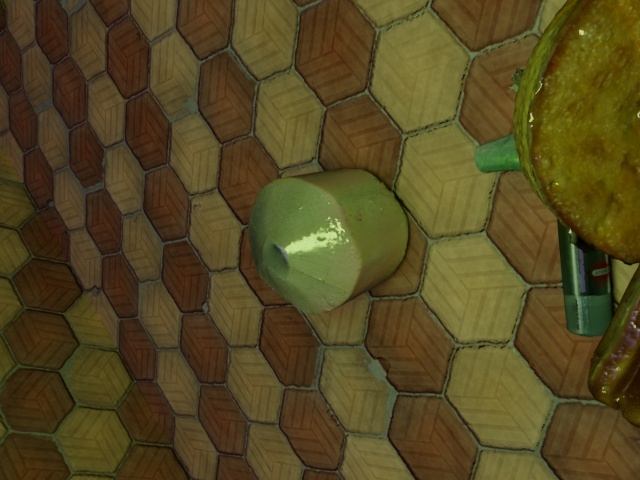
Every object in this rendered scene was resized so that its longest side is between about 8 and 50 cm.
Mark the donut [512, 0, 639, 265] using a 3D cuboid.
[{"bbox_3d":[0.439,-0.186,0.912,0.163,0.378,0.434,-113,7,-73],"label":"donut"}]

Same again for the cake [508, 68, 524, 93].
[{"bbox_3d":[0.386,-0.262,1.159,0.140,0.055,0.051,30,126,35],"label":"cake"}]

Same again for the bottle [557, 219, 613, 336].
[{"bbox_3d":[0.458,0.021,1.147,0.082,0.082,0.285,0,102,42],"label":"bottle"}]

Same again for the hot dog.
[{"bbox_3d":[0.558,0.138,1.060,0.158,0.117,0.348,31,117,32],"label":"hot dog"}]

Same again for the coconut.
[{"bbox_3d":[0.000,0.000,1.402,0.298,0.310,0.297,13,110,40],"label":"coconut"}]

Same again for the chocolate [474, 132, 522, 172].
[{"bbox_3d":[0.403,-0.165,1.138,0.291,0.110,0.110,-7,97,46],"label":"chocolate"}]
